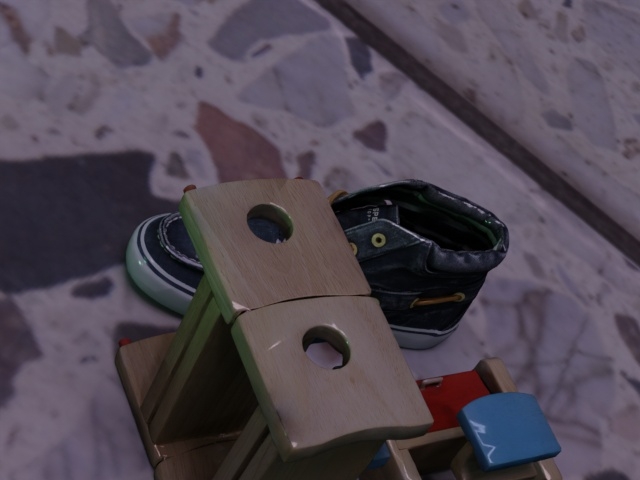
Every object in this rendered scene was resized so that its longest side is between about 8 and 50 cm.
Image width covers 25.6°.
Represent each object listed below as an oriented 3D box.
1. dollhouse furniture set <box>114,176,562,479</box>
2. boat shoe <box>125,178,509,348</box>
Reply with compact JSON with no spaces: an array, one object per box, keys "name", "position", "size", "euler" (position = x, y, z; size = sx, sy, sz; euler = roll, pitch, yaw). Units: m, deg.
[{"name":"dollhouse furniture set","position":[0.023,0.055,0.636],"size":[0.183,0.129,0.129],"euler":[-6,56,-30]},{"name":"boat shoe","position":[0.000,0.000,0.703],"size":[0.183,0.083,0.065],"euler":[10,49,-20]}]
